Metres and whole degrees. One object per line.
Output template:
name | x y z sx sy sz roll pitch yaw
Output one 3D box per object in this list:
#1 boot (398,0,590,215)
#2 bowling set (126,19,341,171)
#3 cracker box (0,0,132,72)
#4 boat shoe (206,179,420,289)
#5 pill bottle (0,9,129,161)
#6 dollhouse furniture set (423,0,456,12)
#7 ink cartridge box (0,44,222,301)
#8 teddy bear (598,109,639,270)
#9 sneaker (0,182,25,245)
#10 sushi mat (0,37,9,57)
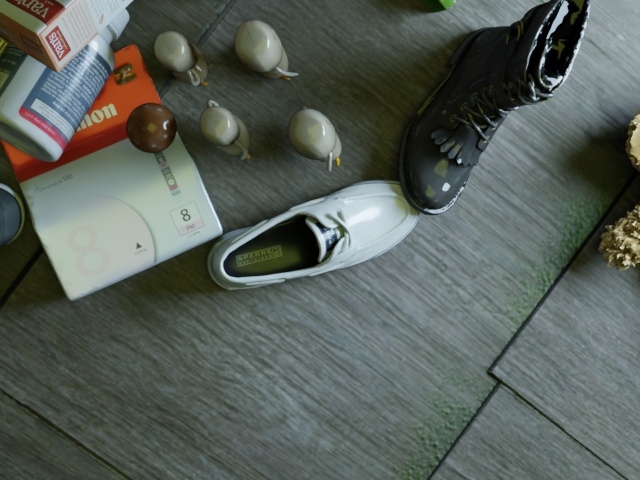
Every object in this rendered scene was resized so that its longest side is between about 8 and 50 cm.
boot | 0.188 -0.155 1.425 0.091 0.229 0.263 25 82 -15
bowling set | -0.119 -0.173 1.431 0.199 0.154 0.287 -26 87 6
cracker box | -0.254 -0.299 1.354 0.155 0.067 0.232 32 70 26
boat shoe | 0.000 0.000 1.480 0.258 0.084 0.095 -23 97 -9
pill bottle | -0.283 -0.185 1.399 0.108 0.108 0.180 32 77 -11
dollhouse furniture set | 0.180 -0.326 1.510 0.151 0.058 0.076 -39 100 -7
ink cartridge box | -0.239 -0.076 1.446 0.189 0.066 0.232 -24 101 -9
teddy bear | 0.453 -0.025 1.569 0.245 0.113 0.338 -44 108 1
sneaker | -0.460 -0.027 1.358 0.295 0.147 0.105 1 95 -10
sushi mat | -0.387 -0.244 1.424 0.151 0.019 0.317 34 86 -10
